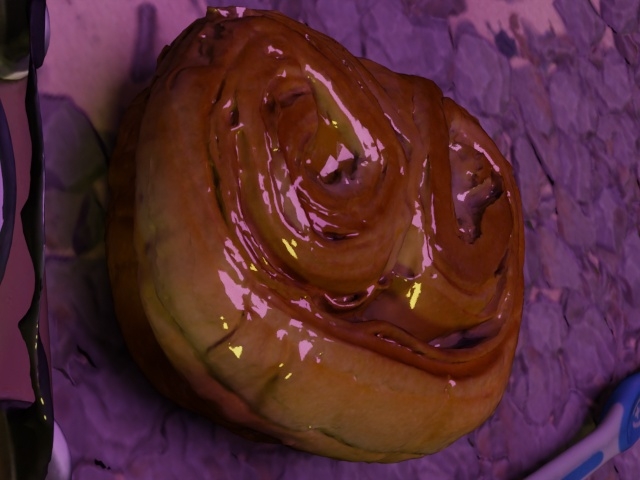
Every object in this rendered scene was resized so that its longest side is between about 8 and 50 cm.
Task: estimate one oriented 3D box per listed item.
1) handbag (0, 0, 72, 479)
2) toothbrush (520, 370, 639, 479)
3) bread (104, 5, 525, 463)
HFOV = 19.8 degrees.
[{"bbox_3d":[-0.171,0.012,0.555,0.149,0.283,0.302,7,74,-44],"label":"handbag"},{"bbox_3d":[0.177,0.105,1.094,0.386,0.040,0.040,-27,99,-44],"label":"toothbrush"},{"bbox_3d":[0.000,0.003,0.864,0.236,0.120,0.198,22,62,-41],"label":"bread"}]
